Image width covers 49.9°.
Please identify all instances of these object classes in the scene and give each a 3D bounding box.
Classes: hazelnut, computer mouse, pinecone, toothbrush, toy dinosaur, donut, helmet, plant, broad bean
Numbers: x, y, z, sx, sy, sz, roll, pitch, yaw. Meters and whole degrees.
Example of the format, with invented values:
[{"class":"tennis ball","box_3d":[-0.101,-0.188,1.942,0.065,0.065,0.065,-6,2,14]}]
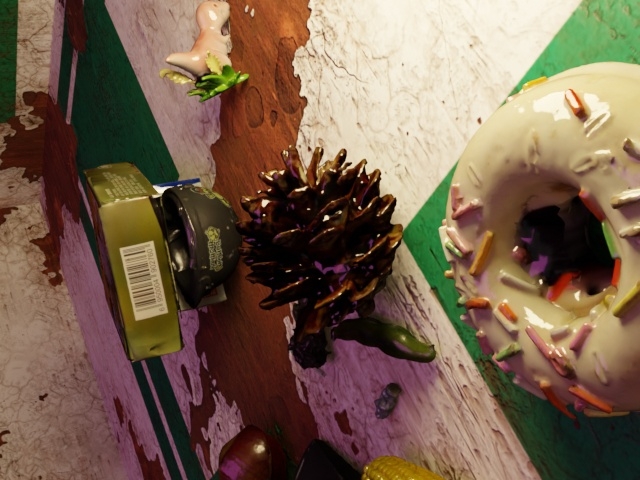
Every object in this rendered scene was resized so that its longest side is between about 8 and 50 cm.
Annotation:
[{"class":"hazelnut","box_3d":[-0.151,0.522,1.585,0.201,0.161,0.170,58,-166,-59]},{"class":"computer mouse","box_3d":[0.030,0.513,1.321,0.168,0.087,0.295,-68,25,8]},{"class":"pinecone","box_3d":[-0.006,-0.002,1.068,0.298,0.242,0.295,-18,87,65]},{"class":"toothbrush","box_3d":[-0.027,0.250,1.409,0.131,0.011,0.013,27,143,52]},{"class":"toy dinosaur","box_3d":[-0.229,-0.386,1.392,0.177,0.194,0.152,61,160,-13]},{"class":"donut","box_3d":[0.271,0.004,0.723,0.383,0.142,0.382,26,121,54]},{"class":"helmet","box_3d":[-0.259,0.002,1.557,0.230,0.160,0.278,21,125,57]},{"class":"plant","box_3d":[-0.022,0.167,1.315,0.085,0.087,0.174,-126,35,-76]},{"class":"broad bean","box_3d":[0.091,0.159,1.158,0.297,0.043,0.060,4,114,59]}]

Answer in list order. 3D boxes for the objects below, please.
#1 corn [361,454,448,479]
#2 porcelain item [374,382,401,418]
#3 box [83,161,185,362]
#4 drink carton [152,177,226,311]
[{"class":"corn","box_3d":[0.192,0.421,1.009,0.363,0.120,0.120,19,116,53]},{"class":"porcelain item","box_3d":[0.113,0.277,1.177,0.083,0.028,0.036,111,153,-44]},{"class":"box","box_3d":[-0.450,0.032,1.638,0.420,0.138,0.372,-146,47,-61]},{"class":"drink carton","box_3d":[-0.335,0.013,1.705,0.106,0.131,0.314,169,88,-69]}]
